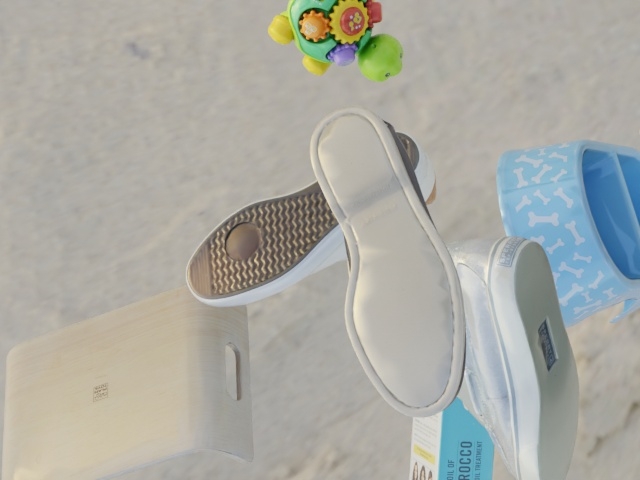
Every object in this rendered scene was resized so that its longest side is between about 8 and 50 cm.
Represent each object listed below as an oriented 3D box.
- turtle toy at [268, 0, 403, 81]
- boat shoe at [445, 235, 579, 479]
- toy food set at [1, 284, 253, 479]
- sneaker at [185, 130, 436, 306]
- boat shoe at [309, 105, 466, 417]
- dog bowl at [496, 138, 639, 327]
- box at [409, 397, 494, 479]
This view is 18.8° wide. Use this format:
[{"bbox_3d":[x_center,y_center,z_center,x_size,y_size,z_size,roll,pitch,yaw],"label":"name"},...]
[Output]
[{"bbox_3d":[0.022,-0.191,1.732,0.095,0.130,0.066,-56,35,-8],"label":"turtle toy"},{"bbox_3d":[0.135,0.092,1.422,0.081,0.079,0.227,8,127,32],"label":"boat shoe"},{"bbox_3d":[-0.220,0.191,2.141,0.306,0.092,0.219,-20,49,19],"label":"toy food set"},{"bbox_3d":[0.000,0.000,2.075,0.290,0.123,0.106,-28,60,7],"label":"sneaker"},{"bbox_3d":[0.050,0.015,1.193,0.075,0.065,0.206,-23,66,14],"label":"boat shoe"},{"bbox_3d":[0.252,-0.012,1.749,0.074,0.297,0.165,-20,81,25],"label":"dog bowl"},{"bbox_3d":[0.132,0.235,1.965,0.060,0.100,0.244,3,93,-14],"label":"box"}]
